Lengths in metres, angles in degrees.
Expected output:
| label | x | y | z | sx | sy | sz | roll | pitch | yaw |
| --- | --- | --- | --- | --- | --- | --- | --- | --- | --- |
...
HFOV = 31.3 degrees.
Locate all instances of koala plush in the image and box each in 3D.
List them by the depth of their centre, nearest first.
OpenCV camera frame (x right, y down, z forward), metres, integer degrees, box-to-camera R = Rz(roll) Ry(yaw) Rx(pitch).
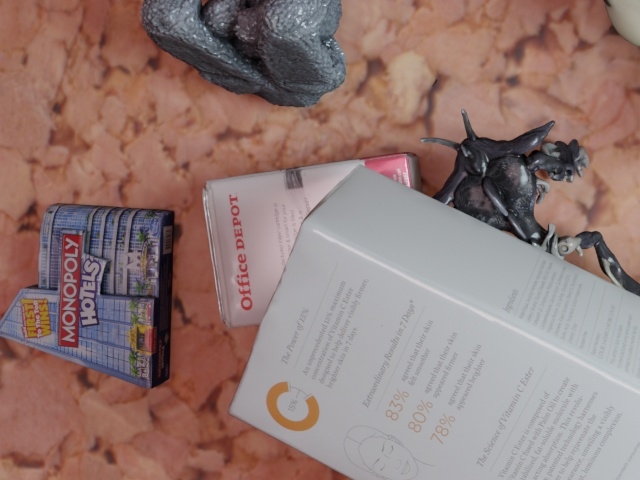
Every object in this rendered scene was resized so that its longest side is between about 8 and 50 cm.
| label | x | y | z | sx | sy | sz | roll | pitch | yaw |
| --- | --- | --- | --- | --- | --- | --- | --- | --- | --- |
| koala plush | -0.039 | -0.267 | 1.154 | 0.196 | 0.203 | 0.221 | 6 | 75 | 25 |

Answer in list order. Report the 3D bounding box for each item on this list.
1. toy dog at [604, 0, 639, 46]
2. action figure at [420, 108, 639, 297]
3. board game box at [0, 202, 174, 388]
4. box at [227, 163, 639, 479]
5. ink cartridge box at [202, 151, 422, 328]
| label | x | y | z | sx | sy | sz | roll | pitch | yaw |
| --- | --- | --- | --- | --- | --- | --- | --- | --- | --- |
| toy dog | 0.427 | -0.238 | 0.952 | 0.408 | 0.284 | 0.395 | 17 | 67 | 23 |
| action figure | 0.204 | -0.019 | 1.115 | 0.164 | 0.141 | 0.275 | -36 | 101 | 16 |
| board game box | -0.266 | 0.058 | 1.276 | 0.194 | 0.060 | 0.194 | 3 | 95 | 13 |
| box | 0.126 | 0.116 | 1.021 | 0.345 | 0.168 | 0.215 | 27 | 118 | 9 |
| ink cartridge box | 0.000 | 0.000 | 1.189 | 0.218 | 0.092 | 0.158 | -7 | 93 | 13 |
